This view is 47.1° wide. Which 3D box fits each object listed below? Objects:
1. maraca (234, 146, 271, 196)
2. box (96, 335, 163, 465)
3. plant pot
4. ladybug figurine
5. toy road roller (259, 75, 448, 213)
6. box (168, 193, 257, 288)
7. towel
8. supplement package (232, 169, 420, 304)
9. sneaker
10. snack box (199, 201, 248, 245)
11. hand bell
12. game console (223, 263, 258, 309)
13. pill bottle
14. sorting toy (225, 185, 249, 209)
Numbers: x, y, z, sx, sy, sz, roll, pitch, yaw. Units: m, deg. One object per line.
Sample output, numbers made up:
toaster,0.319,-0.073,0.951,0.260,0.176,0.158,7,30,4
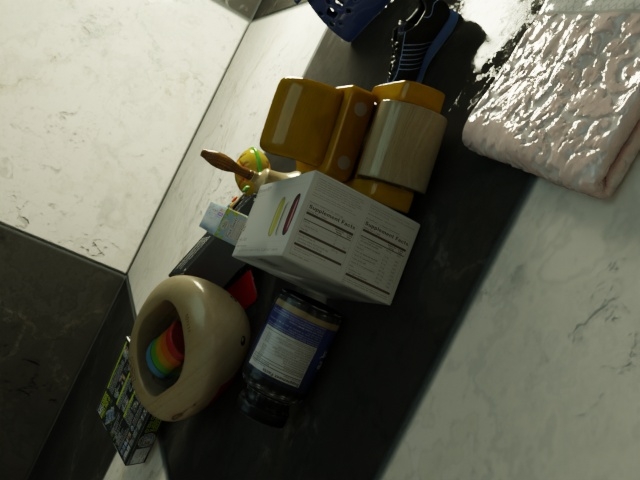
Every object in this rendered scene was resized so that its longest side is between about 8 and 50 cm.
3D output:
maraca,-0.185,-0.164,2.015,0.127,0.099,0.185,-179,87,-69
box,-0.492,0.423,1.953,0.216,0.060,0.270,45,118,39
plant pot,0.065,-0.684,1.843,0.236,0.212,0.236,-35,36,51
ladybug figurine,-0.295,0.242,1.651,0.449,0.162,0.305,-34,64,48
toy road roller,0.040,-0.181,1.270,0.329,0.241,0.202,21,94,68
box,-0.237,0.019,1.806,0.261,0.103,0.184,-50,12,-17
towel,0.332,-0.229,0.931,0.317,0.053,0.332,-61,20,8
supplement package,0.000,0.000,1.239,0.262,0.204,0.145,-5,62,67
sneaker,0.166,-0.359,1.409,0.232,0.090,0.081,-59,22,12
snack box,-0.141,-0.006,1.572,0.070,0.207,0.174,-65,22,-1
hand bell,-0.180,-0.164,1.793,0.126,0.242,0.126,-50,25,34
game console,-0.173,0.104,1.792,0.124,0.085,0.144,-41,2,-42
pill bottle,-0.060,0.203,1.265,0.219,0.123,0.123,-65,21,0
sorting toy,-0.211,-0.106,1.853,0.083,0.012,0.062,-52,15,-26
